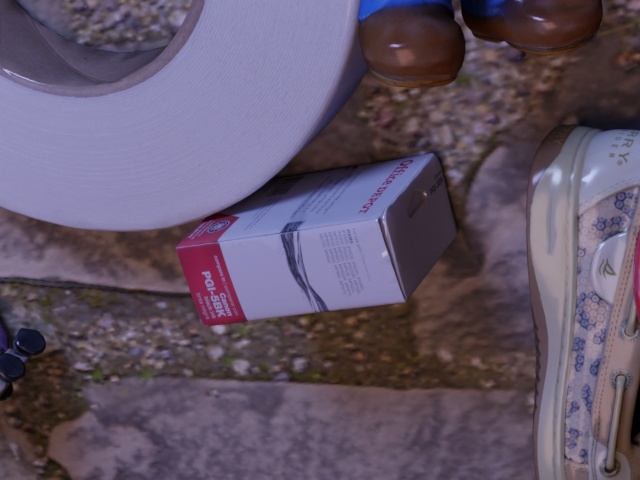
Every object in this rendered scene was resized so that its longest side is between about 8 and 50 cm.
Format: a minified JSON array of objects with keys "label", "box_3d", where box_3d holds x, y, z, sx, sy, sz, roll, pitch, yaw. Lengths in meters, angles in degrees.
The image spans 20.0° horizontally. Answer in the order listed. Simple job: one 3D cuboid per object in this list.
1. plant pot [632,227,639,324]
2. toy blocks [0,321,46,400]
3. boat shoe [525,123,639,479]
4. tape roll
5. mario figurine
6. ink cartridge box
[{"label":"plant pot","box_3d":[0.264,-0.005,0.897,0.191,0.174,0.191,10,118,19]},{"label":"toy blocks","box_3d":[-0.403,0.148,1.207,0.260,0.288,0.309,38,127,-3]},{"label":"boat shoe","box_3d":[0.174,0.076,1.020,0.089,0.104,0.285,3,115,26]},{"label":"tape roll","box_3d":[-0.141,-0.192,1.051,0.392,0.072,0.392,11,118,20]},{"label":"mario figurine","box_3d":[0.072,-0.233,0.862,0.170,0.198,0.321,6,117,28]},{"label":"ink cartridge box","box_3d":[0.000,0.000,1.064,0.135,0.099,0.056,-8,111,28]}]
